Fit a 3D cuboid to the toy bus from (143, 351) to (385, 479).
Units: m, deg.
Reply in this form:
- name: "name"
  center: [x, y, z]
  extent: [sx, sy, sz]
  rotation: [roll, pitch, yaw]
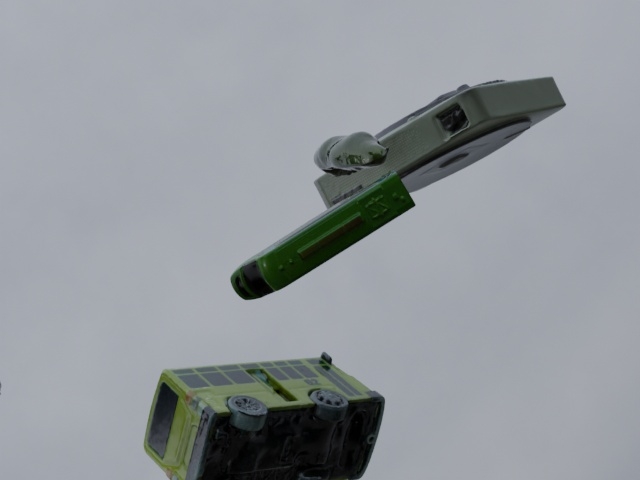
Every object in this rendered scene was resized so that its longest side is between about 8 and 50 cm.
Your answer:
- name: "toy bus"
  center: [-0.044, 0.146, 1.408]
  extent: [0.175, 0.101, 0.088]
  rotation: [-2, -65, -39]

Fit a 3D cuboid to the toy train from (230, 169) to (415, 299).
- name: "toy train"
  center: [0.000, 0.000, 1.851]
  extent: [0.209, 0.044, 0.042]
  rotation: [-32, 8, -2]

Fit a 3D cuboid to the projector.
- name: "projector"
  center: [0.151, -0.130, 2.242]
  extent: [0.257, 0.079, 0.259]
  rotation: [-29, -8, 31]

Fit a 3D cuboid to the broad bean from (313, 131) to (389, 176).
- name: "broad bean"
  center: [0.031, -0.099, 2.029]
  extent: [0.195, 0.061, 0.046]
  rotation: [157, 119, -80]
